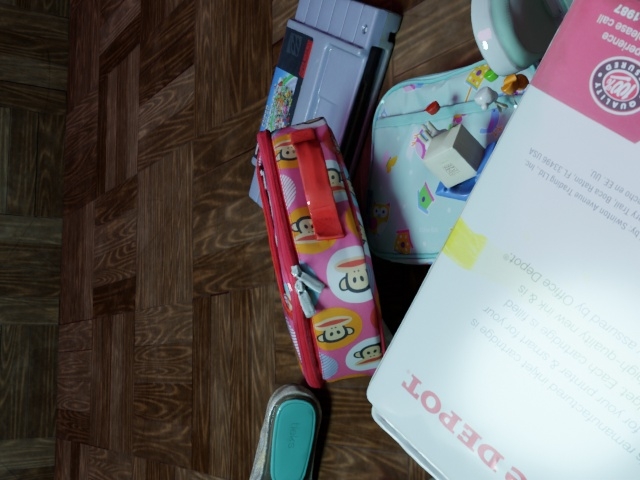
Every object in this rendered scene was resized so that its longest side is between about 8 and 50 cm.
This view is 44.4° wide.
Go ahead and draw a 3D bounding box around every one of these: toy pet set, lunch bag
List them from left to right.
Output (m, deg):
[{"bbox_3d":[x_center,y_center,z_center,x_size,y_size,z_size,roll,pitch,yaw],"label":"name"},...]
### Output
[{"bbox_3d":[0.000,0.000,0.931,0.258,0.120,0.293,80,177,-48],"label":"lunch bag"},{"bbox_3d":[0.157,-0.083,0.861,0.279,0.107,0.224,1,88,56],"label":"lunch bag"},{"bbox_3d":[0.151,-0.098,0.743,0.122,0.065,0.114,-24,31,47],"label":"toy pet set"}]

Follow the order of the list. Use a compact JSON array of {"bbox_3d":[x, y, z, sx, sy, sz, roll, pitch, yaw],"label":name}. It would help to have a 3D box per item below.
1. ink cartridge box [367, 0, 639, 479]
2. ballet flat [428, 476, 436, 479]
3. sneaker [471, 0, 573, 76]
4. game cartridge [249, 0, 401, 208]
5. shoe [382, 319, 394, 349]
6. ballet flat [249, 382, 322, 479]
[{"bbox_3d":[0.242,0.049,0.590,0.279,0.160,0.385,41,117,32],"label":"ink cartridge box"},{"bbox_3d":[0.179,0.260,0.788,0.213,0.068,0.072,2,49,45],"label":"ballet flat"},{"bbox_3d":[0.238,-0.241,0.670,0.151,0.094,0.256,-5,38,52],"label":"sneaker"},{"bbox_3d":[-0.010,-0.191,1.186,0.230,0.068,0.355,37,117,48],"label":"game cartridge"},{"bbox_3d":[0.046,0.085,1.071,0.077,0.058,0.219,81,170,-47],"label":"shoe"},{"bbox_3d":[-0.060,0.361,1.172,0.106,0.107,0.316,-142,66,-75],"label":"ballet flat"}]
